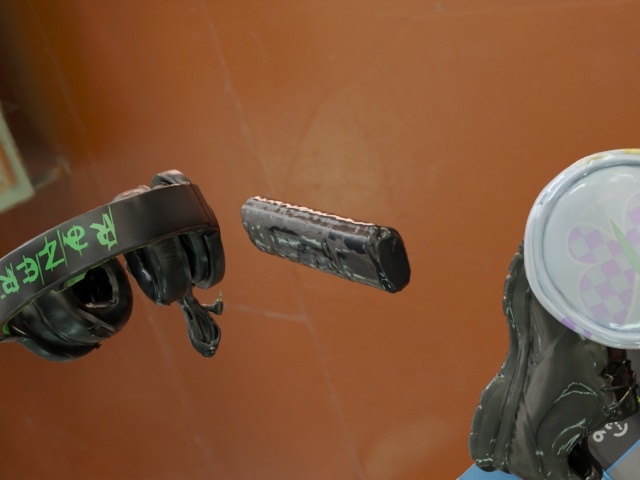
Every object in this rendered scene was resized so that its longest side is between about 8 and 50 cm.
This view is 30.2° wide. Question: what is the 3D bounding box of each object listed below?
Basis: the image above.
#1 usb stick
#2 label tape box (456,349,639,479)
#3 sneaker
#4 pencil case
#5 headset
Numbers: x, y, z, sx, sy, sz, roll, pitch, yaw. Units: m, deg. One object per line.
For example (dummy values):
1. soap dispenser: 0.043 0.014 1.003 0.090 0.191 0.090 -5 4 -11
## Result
1. usb stick: 0.000 0.000 1.285 0.278 0.045 0.077 15 135 55
2. label tape box: 0.341 0.217 1.186 0.240 0.334 0.106 46 178 4
3. sneaker: 0.222 0.092 1.032 0.130 0.109 0.286 22 118 31
4. pencil case: 0.204 -0.003 0.795 0.113 0.273 0.124 36 99 10
5. headset: -0.195 0.050 1.225 0.185 0.243 0.394 63 -174 5
